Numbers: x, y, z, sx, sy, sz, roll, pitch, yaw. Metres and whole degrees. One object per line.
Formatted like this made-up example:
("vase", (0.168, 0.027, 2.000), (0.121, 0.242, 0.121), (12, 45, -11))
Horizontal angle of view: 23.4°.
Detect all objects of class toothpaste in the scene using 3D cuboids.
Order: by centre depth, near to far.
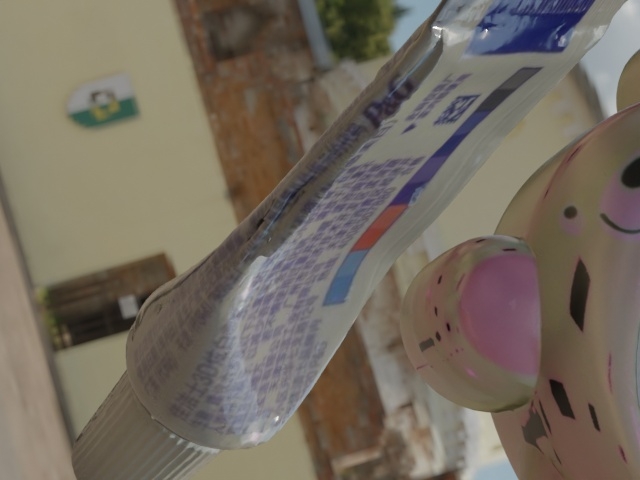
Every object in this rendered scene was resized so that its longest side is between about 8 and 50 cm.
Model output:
("toothpaste", (0.000, 0.001, 0.524), (0.068, 0.282, 0.099), (37, 31, -6))

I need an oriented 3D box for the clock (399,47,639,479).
("clock", (0.214, 0.066, 0.720), (0.309, 0.284, 0.114), (46, -16, 0))
